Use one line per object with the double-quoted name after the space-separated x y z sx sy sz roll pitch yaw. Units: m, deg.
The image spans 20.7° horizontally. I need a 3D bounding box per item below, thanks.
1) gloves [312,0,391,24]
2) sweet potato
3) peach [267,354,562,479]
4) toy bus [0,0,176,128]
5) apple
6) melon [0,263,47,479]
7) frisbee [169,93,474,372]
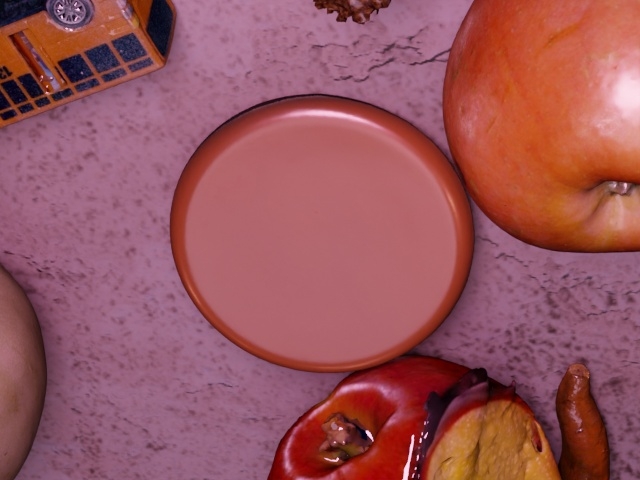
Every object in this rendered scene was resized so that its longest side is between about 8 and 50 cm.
0.014 -0.265 1.147 0.312 0.135 0.210 20 125 -16 "gloves"
0.242 0.218 1.628 0.057 0.057 0.264 2 127 4 "sweet potato"
0.082 0.251 1.569 0.201 0.257 0.361 10 155 37 "peach"
-0.207 -0.152 1.306 0.182 0.091 0.103 -18 128 19 "toy bus"
0.205 -0.100 1.212 0.253 0.253 0.253 3 133 3 "apple"
-0.358 0.122 1.467 0.272 0.272 0.308 19 125 -11 "melon"
0.000 0.000 1.423 0.251 0.021 0.251 2 116 5 "frisbee"
